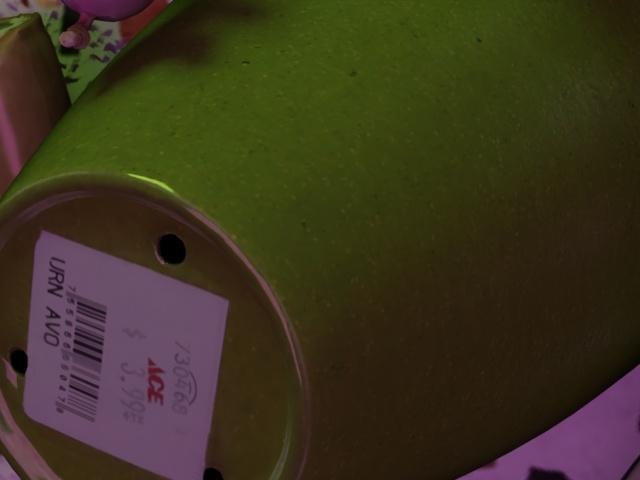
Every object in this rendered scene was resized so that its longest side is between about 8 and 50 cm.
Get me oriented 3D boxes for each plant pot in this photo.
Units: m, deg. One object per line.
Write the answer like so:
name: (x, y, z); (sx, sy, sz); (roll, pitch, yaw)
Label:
plant pot: (0.000, 0.000, 0.595); (0.275, 0.293, 0.274); (10, 113, 25)

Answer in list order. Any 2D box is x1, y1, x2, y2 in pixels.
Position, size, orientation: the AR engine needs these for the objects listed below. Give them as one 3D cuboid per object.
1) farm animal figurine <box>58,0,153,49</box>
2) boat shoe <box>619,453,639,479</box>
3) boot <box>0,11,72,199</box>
farm animal figurine: (-0.087, -0.228, 0.579); (0.330, 0.172, 0.326); (-20, 83, -8)
boat shoe: (0.190, 0.209, 0.660); (0.187, 0.156, 0.500); (34, 109, 20)
boot: (-0.126, 0.022, 0.749); (0.236, 0.089, 0.269); (7, 115, 57)
